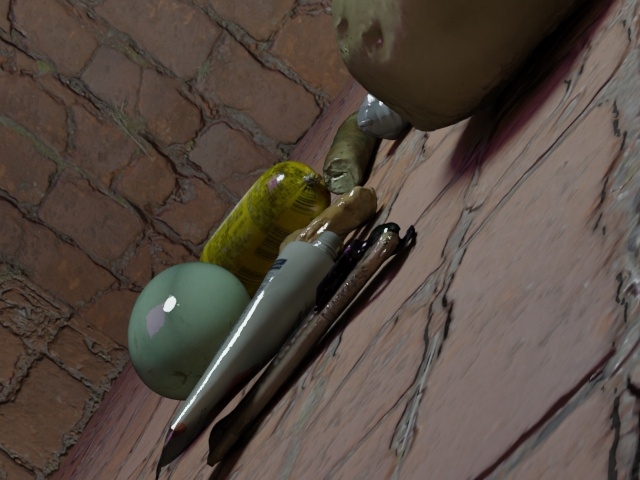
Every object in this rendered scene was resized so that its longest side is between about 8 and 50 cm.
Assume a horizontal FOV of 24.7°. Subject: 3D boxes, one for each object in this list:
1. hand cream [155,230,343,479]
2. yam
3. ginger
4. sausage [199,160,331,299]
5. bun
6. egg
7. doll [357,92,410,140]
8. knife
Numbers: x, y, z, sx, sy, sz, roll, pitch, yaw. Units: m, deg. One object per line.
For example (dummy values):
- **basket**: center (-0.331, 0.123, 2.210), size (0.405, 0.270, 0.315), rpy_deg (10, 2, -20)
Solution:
- **hand cream**: center (-0.074, 0.116, 1.596), size (0.340, 0.078, 0.124), rpy_deg (-53, -6, -29)
- **yam**: center (0.049, -0.141, 2.250), size (0.071, 0.067, 0.317), rpy_deg (-23, 14, 14)
- **ginger**: center (0.012, -0.010, 1.849), size (0.149, 0.065, 0.258), rpy_deg (-41, 0, -1)
- **sausage**: center (-0.089, -0.010, 2.283), size (0.347, 0.123, 0.123), rpy_deg (-47, 9, 44)
- **bun**: center (0.151, -0.279, 1.513), size (0.362, 0.234, 0.326), rpy_deg (-50, -3, -37)
- **egg**: center (-0.173, 0.121, 1.962), size (0.168, 0.168, 0.231), rpy_deg (-50, 9, 26)
- **doll**: center (0.106, -0.192, 2.105), size (0.094, 0.079, 0.180), rpy_deg (-18, 13, 36)
- **knife**: center (-0.024, 0.106, 1.508), size (0.365, 0.043, 0.089), rpy_deg (-52, -3, 28)
